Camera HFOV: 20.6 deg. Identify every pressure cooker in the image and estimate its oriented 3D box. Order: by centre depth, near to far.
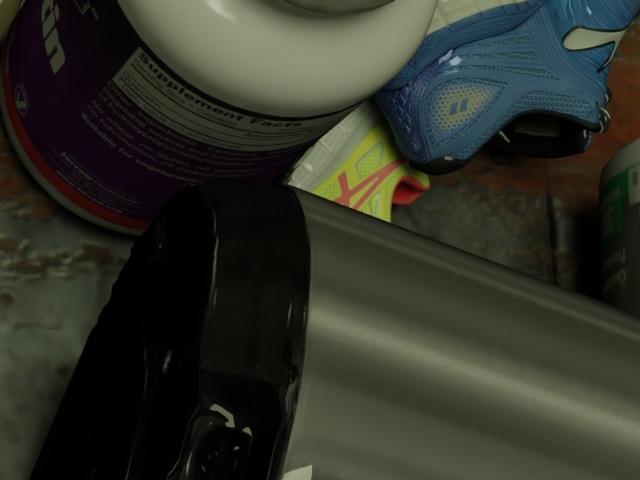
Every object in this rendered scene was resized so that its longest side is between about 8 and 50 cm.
[{"bbox_3d":[0.067,0.200,0.864,0.420,0.370,0.375,19,55,-14],"label":"pressure cooker"}]

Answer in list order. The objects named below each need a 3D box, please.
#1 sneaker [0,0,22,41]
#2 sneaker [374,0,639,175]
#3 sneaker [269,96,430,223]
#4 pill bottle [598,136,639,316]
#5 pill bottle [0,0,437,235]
[{"bbox_3d":[-0.266,-0.111,0.842,0.410,0.182,0.158,-27,99,-51],"label":"sneaker"},{"bbox_3d":[0.140,-0.135,1.164,0.330,0.130,0.147,-30,113,-40],"label":"sneaker"},{"bbox_3d":[0.000,0.000,1.075,0.094,0.081,0.208,43,61,-8],"label":"sneaker"},{"bbox_3d":[0.280,0.118,1.090,0.204,0.204,0.361,8,70,-22],"label":"pill bottle"},{"bbox_3d":[-0.054,-0.127,0.953,0.181,0.323,0.181,8,70,-22],"label":"pill bottle"}]
